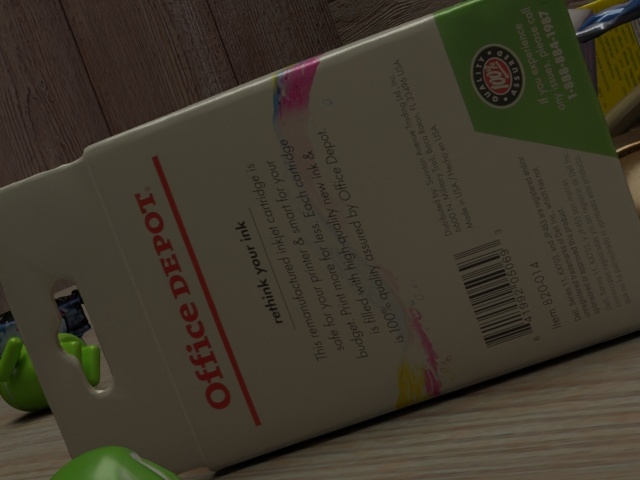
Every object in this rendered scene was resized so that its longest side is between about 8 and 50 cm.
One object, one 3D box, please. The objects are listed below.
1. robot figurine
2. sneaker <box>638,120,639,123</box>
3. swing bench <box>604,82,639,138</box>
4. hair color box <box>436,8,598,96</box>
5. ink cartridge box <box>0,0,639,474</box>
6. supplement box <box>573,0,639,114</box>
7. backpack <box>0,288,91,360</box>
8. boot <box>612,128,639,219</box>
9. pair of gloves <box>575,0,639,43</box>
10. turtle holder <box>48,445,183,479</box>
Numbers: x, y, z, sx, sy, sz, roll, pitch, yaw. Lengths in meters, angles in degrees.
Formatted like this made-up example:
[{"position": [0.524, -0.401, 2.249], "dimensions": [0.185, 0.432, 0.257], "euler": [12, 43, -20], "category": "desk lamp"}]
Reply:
[{"position": [-0.264, 0.128, 1.280], "dimensions": [0.115, 0.067, 0.101], "euler": [-17, -22, 34], "category": "robot figurine"}, {"position": [0.325, -0.103, 1.398], "dimensions": [0.083, 0.084, 0.215], "euler": [-25, -3, -17], "category": "sneaker"}, {"position": [0.303, -0.111, 1.100], "dimensions": [0.255, 0.165, 0.253], "euler": [-24, 4, 22], "category": "swing bench"}, {"position": [0.154, -0.130, 1.389], "dimensions": [0.185, 0.113, 0.374], "euler": [4, 29, 25], "category": "hair color box"}, {"position": [0.000, 0.000, 0.795], "dimensions": [0.354, 0.207, 0.119], "euler": [-19, 6, 8], "category": "ink cartridge box"}, {"position": [0.499, -0.286, 1.976], "dimensions": [0.357, 0.194, 0.195], "euler": [-17, 6, 27], "category": "supplement box"}, {"position": [-0.343, 0.118, 1.604], "dimensions": [0.105, 0.084, 0.114], "euler": [-18, 0, 28], "category": "backpack"}, {"position": [0.325, -0.057, 0.880], "dimensions": [0.305, 0.112, 0.115], "euler": [-25, 23, 3], "category": "boot"}, {"position": [0.273, -0.200, 1.095], "dimensions": [0.159, 0.023, 0.198], "euler": [-23, 3, 24], "category": "pair of gloves"}, {"position": [-0.227, 0.099, 0.494], "dimensions": [0.320, 0.243, 0.227], "euler": [-29, -12, 2], "category": "turtle holder"}]
